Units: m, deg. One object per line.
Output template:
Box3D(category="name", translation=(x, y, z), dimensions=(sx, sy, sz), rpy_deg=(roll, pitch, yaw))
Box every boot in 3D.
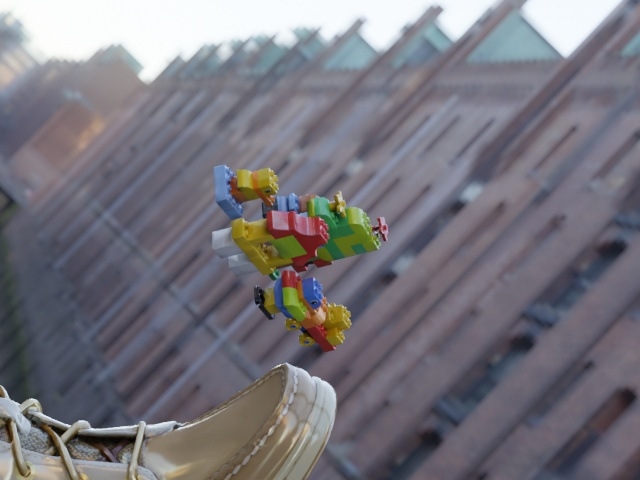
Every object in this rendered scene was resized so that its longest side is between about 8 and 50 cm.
Box3D(category="boot", translation=(-0.143, 0.102, 0.898), dimensions=(0.203, 0.262, 0.095), rpy_deg=(47, 20, -16))

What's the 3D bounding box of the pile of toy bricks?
Box3D(category="pile of toy bricks", translation=(0.000, 0.000, 1.384), dimensions=(0.212, 0.105, 0.118), rpy_deg=(53, 28, -56))
